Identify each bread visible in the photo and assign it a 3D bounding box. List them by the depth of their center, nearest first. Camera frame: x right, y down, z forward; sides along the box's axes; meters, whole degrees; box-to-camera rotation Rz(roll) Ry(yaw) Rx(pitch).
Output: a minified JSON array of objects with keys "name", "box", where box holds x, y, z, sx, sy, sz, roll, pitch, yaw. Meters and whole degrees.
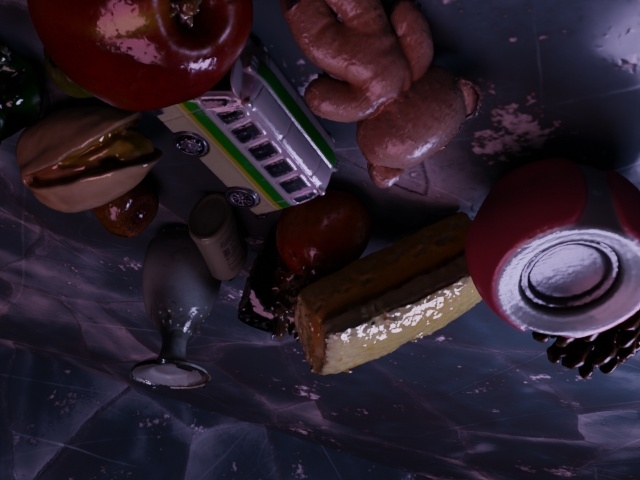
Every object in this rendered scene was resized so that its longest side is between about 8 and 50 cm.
[{"name":"bread","box":[0.135,0.114,1.268,0.375,0.165,0.237,-24,155,-17]}]

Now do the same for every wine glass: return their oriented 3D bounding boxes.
[{"name":"wine glass","box":[-0.318,0.149,1.519,0.190,0.357,0.190,-1,148,0]}]

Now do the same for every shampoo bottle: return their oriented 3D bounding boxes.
[{"name":"shampoo bottle","box":[-0.212,0.009,1.457,0.087,0.118,0.234,9,151,12]}]

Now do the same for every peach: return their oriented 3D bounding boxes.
[{"name":"peach","box":[-0.250,-0.276,0.836,0.361,0.201,0.257,10,167,37]}]

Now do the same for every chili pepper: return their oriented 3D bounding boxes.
[{"name":"chili pepper","box":[-0.553,-0.255,1.101,0.165,0.173,0.261,52,151,8]}]

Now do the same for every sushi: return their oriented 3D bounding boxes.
[{"name":"sushi","box":[-0.059,0.106,1.454,0.218,0.239,0.225,12,167,-6]}]

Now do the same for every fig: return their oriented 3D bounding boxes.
[{"name":"fig","box":[-0.355,-0.269,1.047,0.123,0.123,0.156,8,162,10]},{"name":"fig","box":[-0.441,-0.091,1.395,0.201,0.134,0.146,20,139,21]}]

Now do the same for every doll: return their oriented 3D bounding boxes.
[{"name":"doll","box":[0.070,-0.238,0.927,0.201,0.156,0.303,-38,108,8]}]

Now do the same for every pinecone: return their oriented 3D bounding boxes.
[{"name":"pinecone","box":[0.497,0.129,1.286,0.309,0.244,0.244,34,148,-4]}]

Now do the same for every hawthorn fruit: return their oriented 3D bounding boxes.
[{"name":"hawthorn fruit","box":[0.000,0.000,1.273,0.179,0.200,0.179,14,147,9]}]

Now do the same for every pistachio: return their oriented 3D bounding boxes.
[{"name":"pistachio","box":[-0.427,-0.153,1.234,0.299,0.188,0.187,-10,143,26]}]

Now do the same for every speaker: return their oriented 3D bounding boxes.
[{"name":"speaker","box":[0.387,0.014,1.069,0.294,0.294,0.294,10,150,6]}]

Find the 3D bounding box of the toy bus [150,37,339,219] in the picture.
[{"name":"toy bus","box":[-0.111,-0.181,1.067,0.179,0.143,0.305,-9,143,30]}]
